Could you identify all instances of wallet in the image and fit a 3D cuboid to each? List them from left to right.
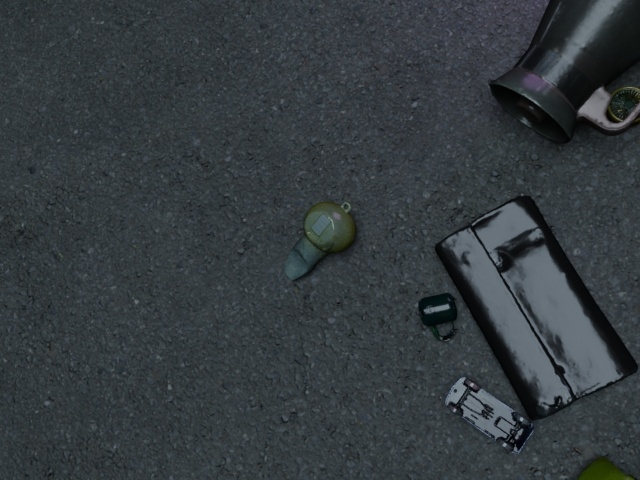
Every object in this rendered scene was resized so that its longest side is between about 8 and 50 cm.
[{"bbox_3d":[0.421,0.128,1.348,0.228,0.062,0.405,-30,72,7],"label":"wallet"}]

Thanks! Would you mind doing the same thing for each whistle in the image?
[{"bbox_3d":[0.000,0.000,1.484,0.123,0.123,0.223,47,114,19],"label":"whistle"}]

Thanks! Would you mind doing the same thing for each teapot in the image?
[{"bbox_3d":[0.542,-0.375,1.345,0.300,0.253,0.344,40,97,20],"label":"teapot"}]

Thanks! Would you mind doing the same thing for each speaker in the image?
[{"bbox_3d":[0.248,0.159,1.400,0.076,0.060,0.094,-13,110,12],"label":"speaker"}]

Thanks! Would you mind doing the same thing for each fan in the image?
[{"bbox_3d":[0.665,-0.296,1.392,0.155,0.039,0.082,-36,71,3],"label":"fan"}]

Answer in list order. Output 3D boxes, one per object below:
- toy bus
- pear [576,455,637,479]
[{"bbox_3d":[0.329,0.341,1.319,0.167,0.076,0.073,35,89,17],"label":"toy bus"},{"bbox_3d":[0.540,0.565,1.171,0.288,0.139,0.239,43,96,13],"label":"pear"}]
